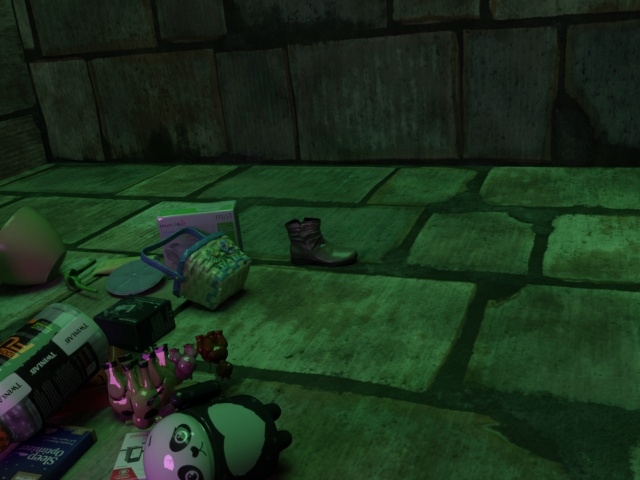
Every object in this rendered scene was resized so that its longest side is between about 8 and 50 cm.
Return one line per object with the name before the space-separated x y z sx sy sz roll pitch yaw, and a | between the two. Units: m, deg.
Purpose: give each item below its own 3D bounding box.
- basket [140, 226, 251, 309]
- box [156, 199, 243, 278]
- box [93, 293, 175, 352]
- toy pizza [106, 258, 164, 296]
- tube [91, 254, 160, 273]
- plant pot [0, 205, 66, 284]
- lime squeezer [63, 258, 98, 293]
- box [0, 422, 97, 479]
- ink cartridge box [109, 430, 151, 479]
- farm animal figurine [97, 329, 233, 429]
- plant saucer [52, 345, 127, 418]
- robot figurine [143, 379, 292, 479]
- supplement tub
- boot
basket | -0.380 0.067 2.077 0.289 0.201 0.255 25 31 15
box | -0.408 -0.007 2.292 0.262 0.231 0.126 -5 20 0
box | -0.526 0.231 1.881 0.156 0.093 0.158 5 24 26
toy pizza | -0.620 0.128 2.233 0.201 0.032 0.201 -7 32 5
tube | -0.691 0.089 2.365 0.240 0.062 0.070 -4 -12 14
plant pot | -1.009 0.046 2.316 0.191 0.284 0.284 29 20 -8
lime squeezer | -0.824 0.137 2.275 0.110 0.058 0.310 3 15 -21
box | -0.586 0.460 1.366 0.137 0.036 0.225 1 23 18
ink cartridge box | -0.342 0.442 1.306 0.109 0.063 0.150 -6 21 -1
farm animal figurine | -0.355 0.329 1.472 0.327 0.172 0.330 -15 -1 30
plant saucer | -0.620 0.348 1.658 0.259 0.047 0.258 -9 21 -13
robot figurine | -0.187 0.383 1.225 0.278 0.173 0.209 -4 21 -44
supplement tub | -0.633 0.299 1.446 0.194 0.193 0.316 6 36 28
boot | 0.000 0.000 2.265 0.247 0.161 0.083 -1 21 12
